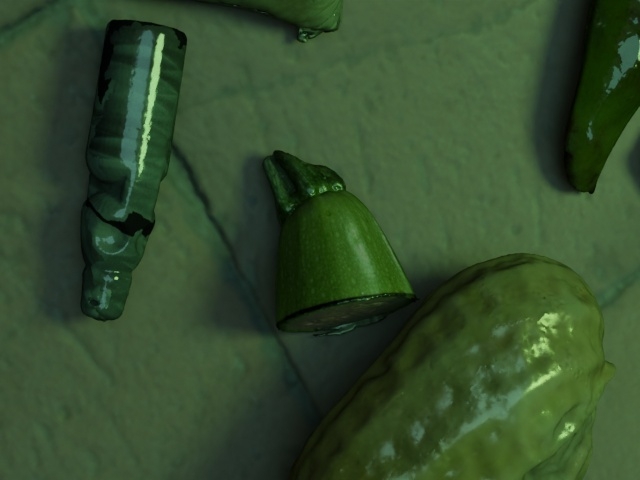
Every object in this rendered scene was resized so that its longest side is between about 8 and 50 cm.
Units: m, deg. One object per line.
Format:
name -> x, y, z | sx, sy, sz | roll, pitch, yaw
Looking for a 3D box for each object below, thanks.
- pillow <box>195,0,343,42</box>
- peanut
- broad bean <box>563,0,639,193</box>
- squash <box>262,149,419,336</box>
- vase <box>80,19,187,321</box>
pillow -> -0.047, -0.288, 0.907 | 0.185, 0.075, 0.302 | 11, 117, -7
peanut -> 0.077, 0.158, 0.944 | 0.340, 0.158, 0.174 | -46, 128, -2
broad bean -> 0.246, -0.200, 1.008 | 0.077, 0.061, 0.338 | 12, 90, -24
squash -> 0.006, -0.006, 0.967 | 0.105, 0.105, 0.132 | -10, 75, -10
vase -> -0.138, -0.047, 0.945 | 0.060, 0.060, 0.211 | 10, 90, -10
